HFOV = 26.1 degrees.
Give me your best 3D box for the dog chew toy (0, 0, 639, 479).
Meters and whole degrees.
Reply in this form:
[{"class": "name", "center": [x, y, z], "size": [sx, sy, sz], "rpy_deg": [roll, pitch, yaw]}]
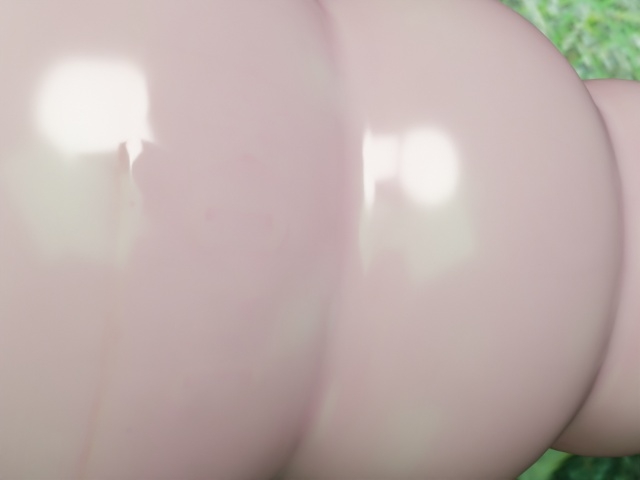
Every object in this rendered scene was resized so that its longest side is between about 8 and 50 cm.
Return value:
[{"class": "dog chew toy", "center": [0.000, 0.000, 0.444], "size": [0.332, 0.206, 0.206], "rpy_deg": [5, 78, -19]}]
